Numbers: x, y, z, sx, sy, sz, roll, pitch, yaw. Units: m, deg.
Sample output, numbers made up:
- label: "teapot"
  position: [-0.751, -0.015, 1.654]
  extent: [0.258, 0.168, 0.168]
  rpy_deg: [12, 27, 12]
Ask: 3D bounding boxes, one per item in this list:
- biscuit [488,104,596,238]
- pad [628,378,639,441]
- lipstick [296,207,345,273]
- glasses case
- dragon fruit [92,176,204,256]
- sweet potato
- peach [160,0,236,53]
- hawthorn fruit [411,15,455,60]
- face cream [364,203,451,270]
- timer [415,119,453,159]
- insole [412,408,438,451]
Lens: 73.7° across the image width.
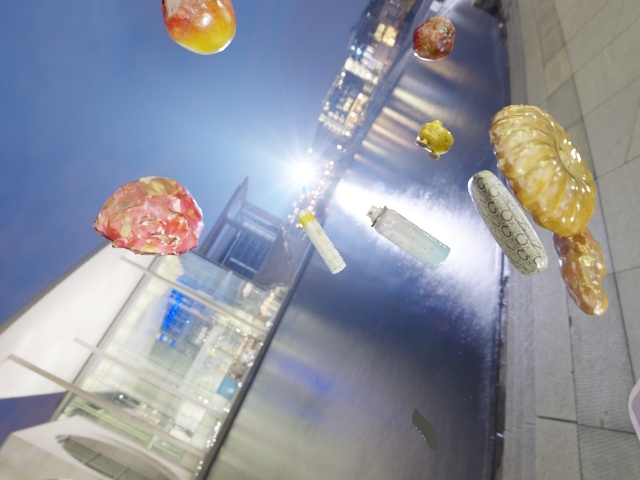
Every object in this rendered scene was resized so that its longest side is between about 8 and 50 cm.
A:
- label: "biscuit"
  position: [0.504, -0.166, 0.949]
  extent: [0.107, 0.325, 0.326]
  rpy_deg: [-35, 20, 43]
- label: "pad"
  position: [0.415, 0.155, 0.460]
  extent: [0.176, 0.002, 0.267]
  rpy_deg: [-59, -21, -57]
- label: "lipstick"
  position: [0.000, 0.000, 1.542]
  extent: [0.059, 0.264, 0.059]
  rpy_deg: [-28, -22, -12]
- label: "glasses case"
  position: [0.572, -0.055, 1.317]
  extent: [0.085, 0.355, 0.137]
  rpy_deg: [-27, -14, -3]
- label: "dragon fruit"
  position: [-0.403, -0.059, 1.034]
  extent: [0.162, 0.261, 0.190]
  rpy_deg: [11, 104, 57]
- label: "sweet potato"
  position: [0.598, 0.044, 0.982]
  extent: [0.095, 0.106, 0.355]
  rpy_deg: [-13, 39, 28]
- label: "peach"
  position: [-0.393, -0.724, 1.384]
  extent: [0.231, 0.230, 0.231]
  rpy_deg: [-62, 2, 4]
- label: "hawthorn fruit"
  position: [0.198, -0.356, 0.755]
  extent: [0.077, 0.077, 0.077]
  rpy_deg: [-62, 2, 4]
- label: "face cream"
  position: [0.215, -0.015, 1.085]
  extent: [0.075, 0.229, 0.075]
  rpy_deg: [-55, -3, -5]
- label: "timer"
  position: [0.350, -0.315, 1.283]
  extent: [0.109, 0.107, 0.107]
  rpy_deg: [-56, 2, -3]
- label: "insole"
  position: [0.223, 0.401, 0.903]
  extent: [0.002, 0.135, 0.045]
  rpy_deg: [-11, 37, 39]
